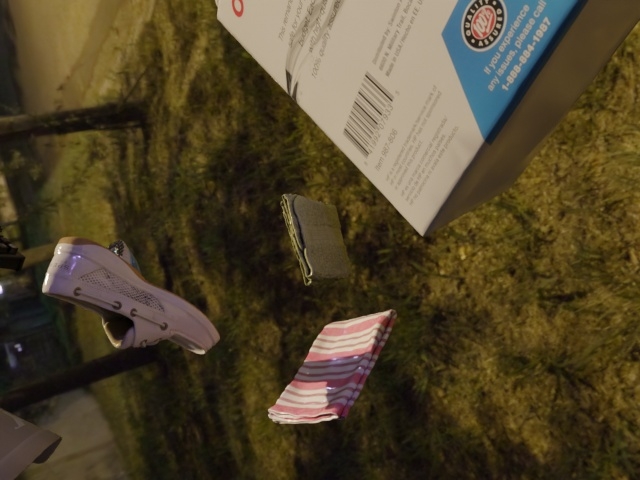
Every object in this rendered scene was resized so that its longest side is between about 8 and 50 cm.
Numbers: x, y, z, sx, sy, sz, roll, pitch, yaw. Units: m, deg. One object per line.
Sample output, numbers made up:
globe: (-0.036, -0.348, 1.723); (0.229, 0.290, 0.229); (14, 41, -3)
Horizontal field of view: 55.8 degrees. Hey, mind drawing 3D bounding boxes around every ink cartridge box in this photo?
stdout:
ink cartridge box: (0.080, -0.252, 0.619); (0.395, 0.166, 0.285); (49, 143, 20)

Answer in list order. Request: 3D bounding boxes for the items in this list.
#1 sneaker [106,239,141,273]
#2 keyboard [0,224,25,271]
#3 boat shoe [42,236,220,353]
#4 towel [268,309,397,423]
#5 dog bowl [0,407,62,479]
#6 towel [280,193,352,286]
sneaker: (-0.331, 0.071, 1.050); (0.073, 0.063, 0.162); (52, -168, -48)
keyboard: (-0.327, -0.032, 0.513); (0.180, 0.023, 0.108); (35, 180, 15)
boat shoe: (-0.255, 0.104, 0.823); (0.098, 0.096, 0.277); (-8, 143, 40)
towel: (0.019, 0.175, 0.859); (0.144, 0.197, 0.029); (-20, 116, 44)
dog bowl: (-0.358, 0.257, 0.440); (0.102, 0.349, 0.349); (41, 150, -3)
towel: (0.000, 0.000, 0.727); (0.148, 0.027, 0.110); (6, -113, -70)
